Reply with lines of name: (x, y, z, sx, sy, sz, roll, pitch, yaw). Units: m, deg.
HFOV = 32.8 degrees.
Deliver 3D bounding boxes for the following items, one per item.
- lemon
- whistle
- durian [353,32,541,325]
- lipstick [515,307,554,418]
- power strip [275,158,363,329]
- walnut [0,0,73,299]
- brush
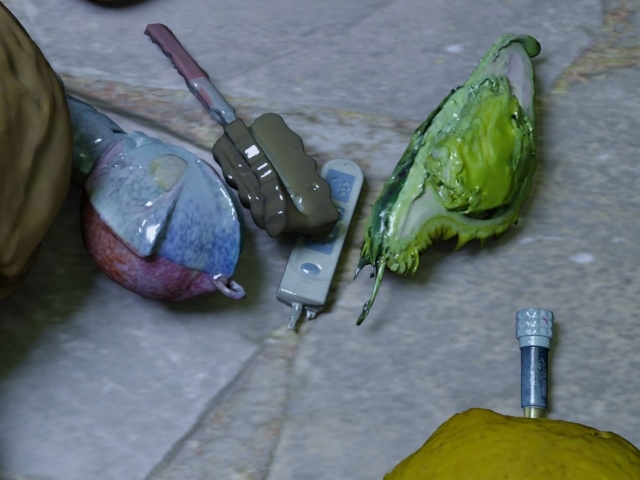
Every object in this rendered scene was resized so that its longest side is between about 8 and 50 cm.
lemon: (0.155, 0.268, 0.815, 0.292, 0.293, 0.293, 3, 67, -6)
whistle: (-0.186, -0.057, 0.990, 0.346, 0.134, 0.142, 41, 41, 22)
durian: (0.143, -0.071, 1.046, 0.106, 0.132, 0.375, 19, 59, 28)
lipstick: (0.200, 0.122, 1.011, 0.037, 0.037, 0.116, 5, 70, -5)
power strip: (0.000, 0.000, 1.038, 0.047, 0.030, 0.191, 18, 65, 1)
walnut: (-0.393, -0.068, 0.862, 0.383, 0.384, 0.384, 3, 67, -6)
brush: (-0.087, -0.118, 1.045, 0.084, 0.071, 0.301, 0, 46, -48)
